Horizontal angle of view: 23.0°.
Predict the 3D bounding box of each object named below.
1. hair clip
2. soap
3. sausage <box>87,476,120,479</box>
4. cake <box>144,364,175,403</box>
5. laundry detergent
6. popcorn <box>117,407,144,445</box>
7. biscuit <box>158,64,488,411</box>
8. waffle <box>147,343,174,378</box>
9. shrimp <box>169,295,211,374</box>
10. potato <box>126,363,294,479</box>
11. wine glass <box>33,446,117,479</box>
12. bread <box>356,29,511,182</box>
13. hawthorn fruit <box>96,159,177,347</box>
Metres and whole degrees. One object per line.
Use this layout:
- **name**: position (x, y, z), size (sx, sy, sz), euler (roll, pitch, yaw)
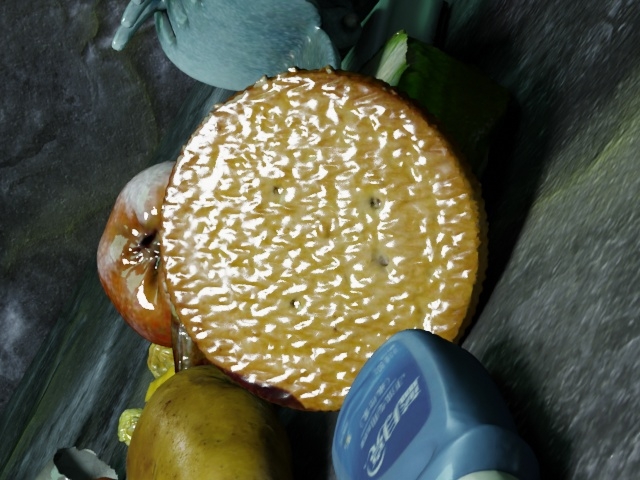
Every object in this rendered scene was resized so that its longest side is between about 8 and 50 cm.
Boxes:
- **hair clip**: position (-0.058, -0.249, 1.633), size (0.392, 0.238, 0.318), euler (-60, 7, -21)
- **soap**: position (0.062, -0.180, 1.822), size (0.150, 0.094, 0.261), euler (-49, 20, 44)
- **sausage**: position (-0.270, 0.384, 1.913), size (0.133, 0.133, 0.258), euler (-58, 13, 20)
- **cake**: position (-0.166, 0.172, 2.040), size (0.185, 0.080, 0.116), euler (156, 137, -75)
- **laundry detergent**: position (0.083, 0.164, 1.106), size (0.143, 0.094, 0.290), euler (-58, 14, 6)
- **popcorn**: position (-0.251, 0.265, 2.213), size (0.059, 0.068, 0.083), euler (-37, -20, 9)
- **biscuit**: position (0.000, 0.000, 1.353), size (0.305, 0.305, 0.038), euler (-59, -13, 18)
- **waffle**: position (-0.198, 0.117, 2.298), size (0.160, 0.055, 0.211), euler (-50, 20, 39)
- **shrimp**: position (-0.094, 0.101, 1.782), size (0.233, 0.071, 0.365), euler (-18, -70, -61)
- **potato**: position (-0.106, 0.248, 1.526), size (0.195, 0.176, 0.369), euler (-34, 20, 1)
- **wine glass**: position (-0.390, 0.424, 2.286), size (0.241, 0.126, 0.126), euler (-61, 14, 15)
- **bread**: position (0.038, -0.028, 1.557), size (0.366, 0.129, 0.382), euler (-58, 14, 9)
- **hawthorn fruit**: position (-0.144, 0.030, 1.939), size (0.231, 0.263, 0.235), euler (-4, 57, 55)
